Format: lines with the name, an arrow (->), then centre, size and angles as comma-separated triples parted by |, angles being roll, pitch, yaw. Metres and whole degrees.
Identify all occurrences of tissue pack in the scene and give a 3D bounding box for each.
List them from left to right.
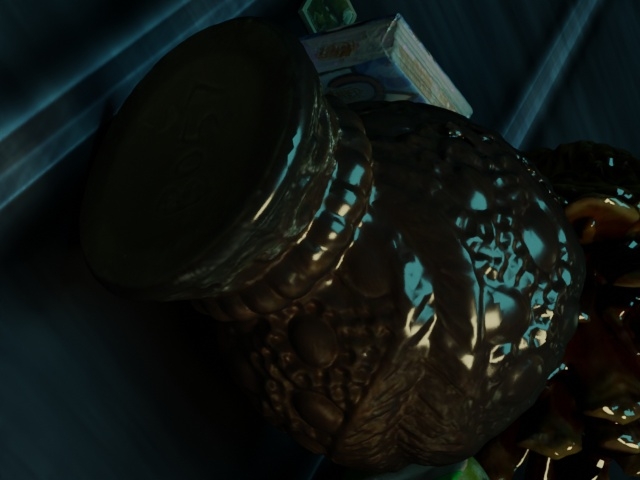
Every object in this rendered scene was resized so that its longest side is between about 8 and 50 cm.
tissue pack -> 0.053, -0.126, 0.995 | 0.155, 0.116, 0.065 | 39, 51, -48

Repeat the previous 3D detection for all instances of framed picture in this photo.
framed picture -> 0.008, -0.212, 1.046 | 0.066, 0.007, 0.089 | 60, 36, -32

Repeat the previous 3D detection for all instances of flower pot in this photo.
flower pot -> 0.000, 0.000, 0.752 | 0.267, 0.267, 0.266 | 31, 56, -40

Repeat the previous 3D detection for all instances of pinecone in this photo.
pinecone -> 0.237, 0.085, 1.048 | 0.384, 0.384, 0.384 | 22, 64, -56

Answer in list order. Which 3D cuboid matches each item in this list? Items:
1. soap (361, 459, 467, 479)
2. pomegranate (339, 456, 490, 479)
soap -> 0.048, 0.311, 0.802 | 0.098, 0.218, 0.273 | -165, -123, -79
pomegranate -> 0.067, 0.211, 0.933 | 0.148, 0.148, 0.169 | 29, 21, -54
